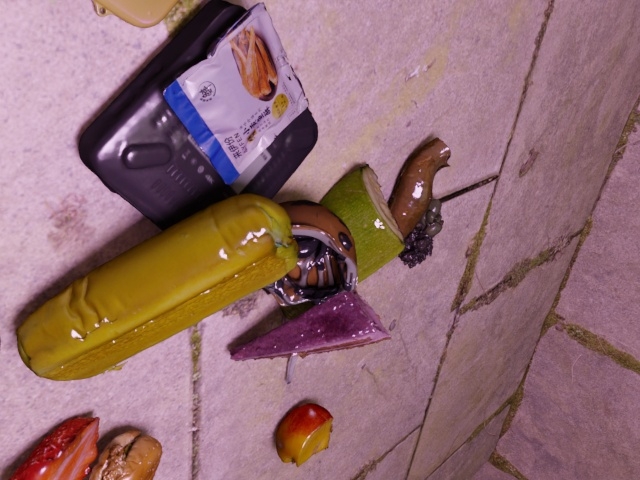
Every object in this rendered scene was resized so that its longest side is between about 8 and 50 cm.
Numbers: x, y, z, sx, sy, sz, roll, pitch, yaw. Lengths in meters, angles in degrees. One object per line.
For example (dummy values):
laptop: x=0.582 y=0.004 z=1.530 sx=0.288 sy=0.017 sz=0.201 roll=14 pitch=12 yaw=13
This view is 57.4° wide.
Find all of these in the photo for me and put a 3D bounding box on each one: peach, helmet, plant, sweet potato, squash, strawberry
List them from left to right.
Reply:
strawberry: x=-0.397 y=0.338 z=0.862 sx=0.187 sy=0.082 sz=0.146 roll=-61 pitch=170 yaw=-22
helmet: x=-0.035 y=0.008 z=0.986 sx=0.224 sy=0.198 sz=0.130 roll=53 pitch=28 yaw=-41
peach: x=-0.041 y=0.446 z=1.354 sx=0.151 sy=0.118 sz=0.151 roll=-23 pitch=170 yaw=-4
squash: x=0.000 y=0.000 z=1.125 sx=0.289 sy=0.203 sz=0.111 roll=-32 pitch=151 yaw=23
sweet potato: x=0.201 y=-0.086 z=1.264 sx=0.112 sy=0.085 sz=0.285 roll=-7 pitch=122 yaw=-54
plant: x=0.243 y=-0.015 z=1.382 sx=0.174 sy=0.087 sz=0.085 roll=-63 pitch=-179 yaw=2

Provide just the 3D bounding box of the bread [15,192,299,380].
bread: x=-0.210 y=0.058 z=0.777 sx=0.384 sy=0.112 sz=0.166 roll=-29 pitch=158 yaw=-1

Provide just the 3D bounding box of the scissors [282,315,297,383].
scissors: x=-0.050 y=0.219 z=1.246 sx=0.110 sy=0.021 sz=0.212 roll=-8 pitch=123 yaw=-40

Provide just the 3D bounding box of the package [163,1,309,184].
package: x=-0.098 y=-0.180 z=0.743 sx=0.173 sy=0.027 sz=0.171 roll=-50 pitch=144 yaw=-15

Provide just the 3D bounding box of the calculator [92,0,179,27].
calculator: x=-0.181 y=-0.347 z=0.636 sx=0.236 sy=0.033 sz=0.157 roll=-59 pitch=147 yaw=5

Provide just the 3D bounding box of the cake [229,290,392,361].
cake: x=-0.028 y=0.167 z=1.088 sx=0.295 sy=0.112 sz=0.116 roll=-19 pitch=160 yaw=11

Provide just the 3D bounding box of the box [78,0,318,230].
box: x=-0.144 y=-0.136 z=0.809 sx=0.289 sy=0.073 sz=0.290 roll=-50 pitch=144 yaw=-10

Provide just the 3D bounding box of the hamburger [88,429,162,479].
hamburger: x=-0.319 y=0.381 z=0.956 sx=0.147 sy=0.083 sz=0.138 roll=61 pitch=48 yaw=-82
